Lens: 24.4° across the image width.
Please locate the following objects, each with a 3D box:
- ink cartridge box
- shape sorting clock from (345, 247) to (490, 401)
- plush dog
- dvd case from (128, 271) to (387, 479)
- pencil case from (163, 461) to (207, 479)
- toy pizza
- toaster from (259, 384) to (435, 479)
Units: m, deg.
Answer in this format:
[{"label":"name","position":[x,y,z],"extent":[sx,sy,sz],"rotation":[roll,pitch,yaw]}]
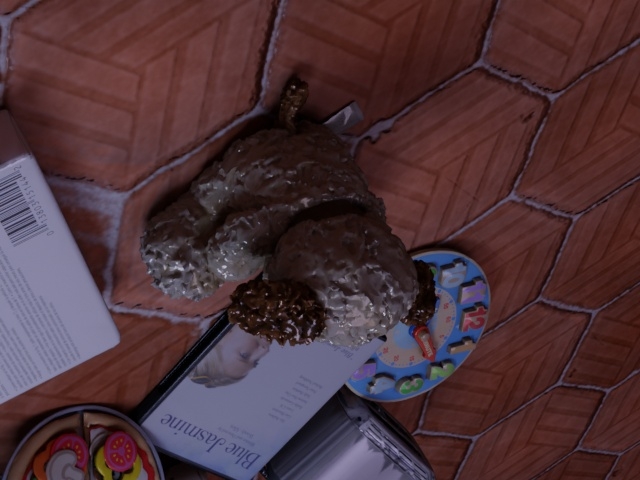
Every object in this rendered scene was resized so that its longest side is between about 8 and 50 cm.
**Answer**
[{"label":"ink cartridge box","position":[-0.329,0.054,1.259],"extent":[0.261,0.066,0.296],"rotation":[-28,146,-10]},{"label":"shape sorting clock","position":[0.109,0.101,1.698],"extent":[0.206,0.040,0.206],"rotation":[-19,128,-26]},{"label":"plush dog","position":[0.000,0.000,1.335],"extent":[0.262,0.225,0.210],"rotation":[-8,138,-35]},{"label":"dvd case","position":[-0.072,0.155,1.610],"extent":[0.180,0.022,0.253],"rotation":[29,113,-36]},{"label":"pencil case","position":[-0.292,0.391,1.621],"extent":[0.410,0.160,0.183],"rotation":[-18,108,-26]},{"label":"toy pizza","position":[-0.239,0.271,1.527],"extent":[0.201,0.201,0.032],"rotation":[2,176,-40]},{"label":"toaster","position":[0.030,0.265,1.768],"extent":[0.146,0.129,0.227],"rotation":[-43,119,5]}]
